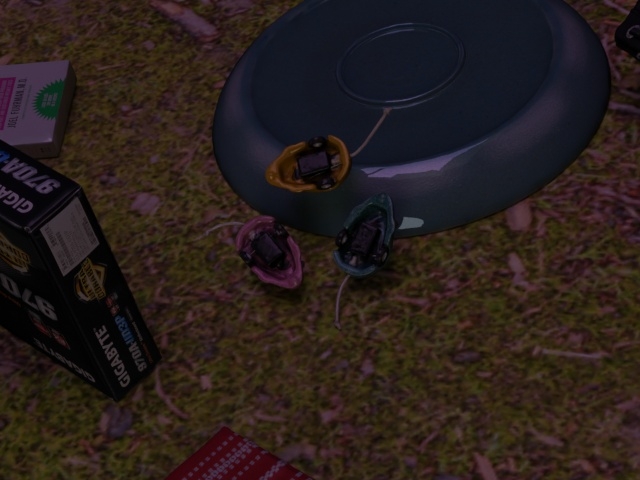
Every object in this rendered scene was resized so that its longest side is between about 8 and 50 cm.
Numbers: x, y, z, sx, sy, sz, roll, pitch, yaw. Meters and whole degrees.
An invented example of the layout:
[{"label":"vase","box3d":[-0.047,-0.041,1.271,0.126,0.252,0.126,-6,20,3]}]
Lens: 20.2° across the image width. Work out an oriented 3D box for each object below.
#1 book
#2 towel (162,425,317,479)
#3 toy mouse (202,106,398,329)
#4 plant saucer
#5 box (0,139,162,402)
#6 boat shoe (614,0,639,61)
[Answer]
[{"label":"book","box3d":[-0.280,-0.102,1.491,0.144,0.035,0.096,-5,47,10]},{"label":"towel","box3d":[-0.033,0.233,1.051,0.199,0.031,0.275,-41,46,-23]},{"label":"toy mouse","box3d":[0.000,0.000,1.278,0.161,0.031,0.143,-21,70,9]},{"label":"plant saucer","box3d":[0.065,-0.125,1.399,0.317,0.044,0.318,-9,41,8]},{"label":"box","box3d":[-0.221,-0.002,1.252,0.220,0.175,0.051,28,60,37]},{"label":"boat shoe","box3d":[0.288,-0.074,1.228,0.113,0.127,0.340,-39,47,18]}]
